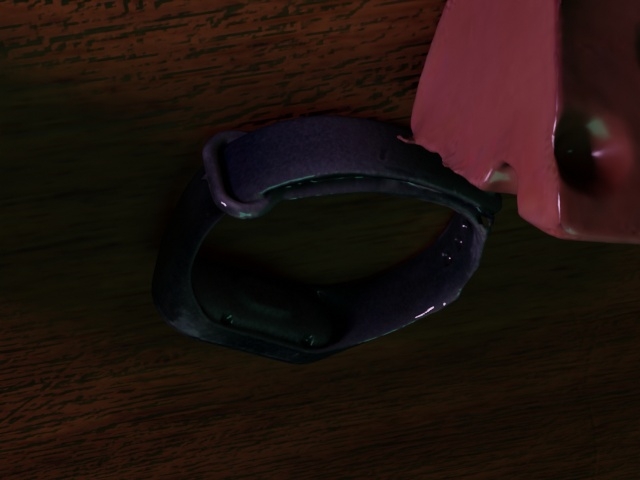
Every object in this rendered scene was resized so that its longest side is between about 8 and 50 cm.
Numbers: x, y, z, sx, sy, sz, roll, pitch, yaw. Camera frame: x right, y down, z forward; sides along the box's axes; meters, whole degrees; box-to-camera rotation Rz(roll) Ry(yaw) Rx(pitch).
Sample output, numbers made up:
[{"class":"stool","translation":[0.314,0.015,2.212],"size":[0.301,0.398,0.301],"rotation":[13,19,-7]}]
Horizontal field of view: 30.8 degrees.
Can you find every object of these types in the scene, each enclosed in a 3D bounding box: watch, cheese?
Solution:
[{"class":"watch","translation":[0.000,0.000,0.734],"size":[0.206,0.068,0.193],"rotation":[23,126,-39]},{"class":"cheese","translation":[0.137,-0.110,0.577],"size":[0.128,0.203,0.177],"rotation":[4,107,-17]}]
